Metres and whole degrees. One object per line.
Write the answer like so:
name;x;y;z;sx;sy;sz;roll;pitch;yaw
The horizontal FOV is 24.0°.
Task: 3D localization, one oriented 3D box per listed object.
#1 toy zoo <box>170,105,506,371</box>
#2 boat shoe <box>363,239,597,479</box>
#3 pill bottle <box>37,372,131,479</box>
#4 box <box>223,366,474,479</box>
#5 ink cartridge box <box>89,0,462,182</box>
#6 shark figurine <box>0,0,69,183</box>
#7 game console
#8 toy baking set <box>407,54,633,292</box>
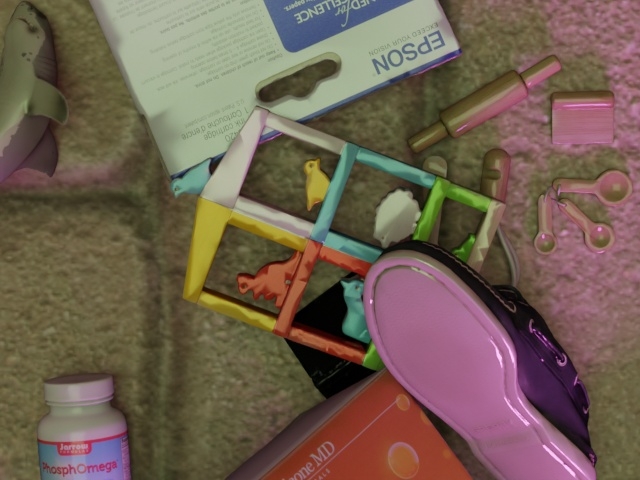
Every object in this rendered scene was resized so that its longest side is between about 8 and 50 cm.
toy zoo;0.000;0.000;1.390;0.293;0.030;0.192;20;97;-2
boat shoe;0.155;0.099;1.347;0.127;0.113;0.340;-18;127;38
pill bottle;-0.226;0.211;1.443;0.087;0.087;0.160;-4;94;3
box;0.057;0.326;1.346;0.215;0.168;0.345;-37;91;-40
ink cartridge box;-0.065;-0.254;1.413;0.304;0.072;0.307;-23;95;3
shark figurine;-0.309;-0.074;1.426;0.166;0.116;0.278;38;87;33
game console;0.044;0.098;1.459;0.122;0.071;0.107;-37;121;6
toy baking set;0.178;-0.051;1.431;0.256;0.030;0.196;-26;93;5
